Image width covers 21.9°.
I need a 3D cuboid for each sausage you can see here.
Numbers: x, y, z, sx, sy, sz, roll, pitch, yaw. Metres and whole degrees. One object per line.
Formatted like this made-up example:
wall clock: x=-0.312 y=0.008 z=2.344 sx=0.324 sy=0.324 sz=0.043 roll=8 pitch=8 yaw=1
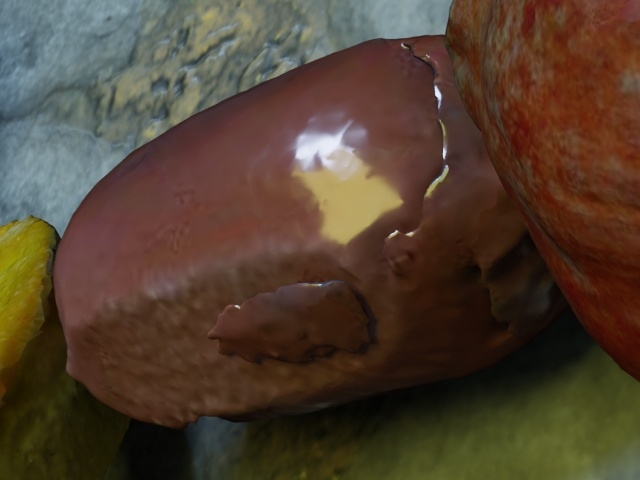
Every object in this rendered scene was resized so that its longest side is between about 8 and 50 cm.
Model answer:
sausage: x=0.000 y=0.000 z=0.731 sx=0.279 sy=0.152 sz=0.152 roll=-19 pitch=59 yaw=39

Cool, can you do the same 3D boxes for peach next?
peach: x=0.151 y=-0.055 z=0.540 sx=0.256 sy=0.232 sz=0.232 roll=7 pitch=77 yaw=25

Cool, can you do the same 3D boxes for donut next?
donut: x=-0.213 y=0.129 z=0.859 sx=0.303 sy=0.110 sz=0.303 roll=-38 pitch=22 yaw=18
